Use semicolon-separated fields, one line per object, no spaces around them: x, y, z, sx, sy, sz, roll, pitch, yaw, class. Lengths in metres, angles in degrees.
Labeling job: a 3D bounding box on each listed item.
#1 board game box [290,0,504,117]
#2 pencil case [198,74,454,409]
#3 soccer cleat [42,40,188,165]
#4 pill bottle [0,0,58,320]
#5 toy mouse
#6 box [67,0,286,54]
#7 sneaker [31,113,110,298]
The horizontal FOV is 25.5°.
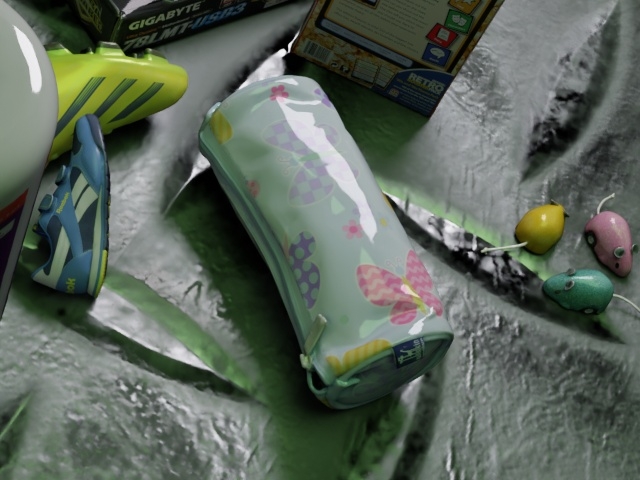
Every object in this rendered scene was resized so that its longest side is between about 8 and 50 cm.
0.073;-0.208;1.251;0.147;0.193;0.045;25;53;-6;board game box
0.000;0.000;1.138;0.124;0.113;0.273;-19;67;-16;pencil case
-0.238;-0.093;1.137;0.289;0.093;0.121;-11;94;-32;soccer cleat
-0.280;-0.014;0.902;0.181;0.323;0.181;11;55;-16;pill bottle
0.247;0.015;1.276;0.143;0.031;0.161;47;54;11;toy mouse
-0.143;-0.334;1.326;0.293;0.073;0.295;-23;69;-33;box
-0.192;-0.028;1.096;0.059;0.053;0.144;3;81;-4;sneaker
